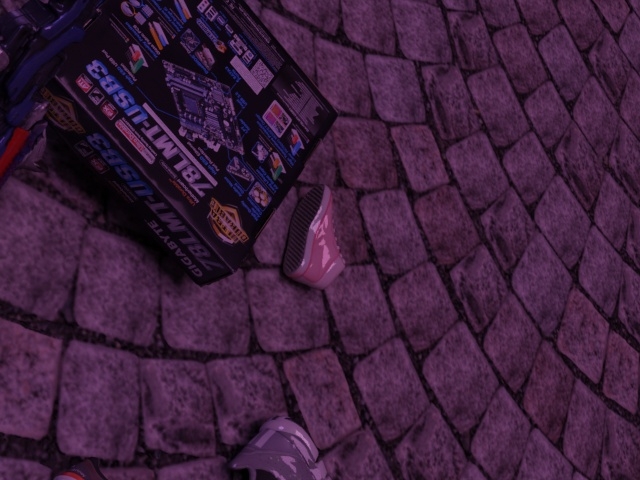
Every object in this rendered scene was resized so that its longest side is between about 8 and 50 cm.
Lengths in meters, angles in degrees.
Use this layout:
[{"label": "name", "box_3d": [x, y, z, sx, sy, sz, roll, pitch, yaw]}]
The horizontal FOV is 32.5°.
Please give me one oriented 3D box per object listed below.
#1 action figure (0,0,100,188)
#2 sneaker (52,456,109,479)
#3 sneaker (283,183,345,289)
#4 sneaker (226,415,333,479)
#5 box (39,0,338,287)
[{"label": "action figure", "box_3d": [-0.343, -0.168, 0.949, 0.178, 0.341, 0.330, 46, 2, 40]}, {"label": "sneaker", "box_3d": [-0.189, 0.274, 1.052, 0.158, 0.061, 0.065, 59, 37, -11]}, {"label": "sneaker", "box_3d": [0.000, 0.000, 1.357, 0.070, 0.051, 0.134, 35, 55, -33]}, {"label": "sneaker", "box_3d": [-0.027, 0.316, 1.189, 0.132, 0.086, 0.228, -35, 90, -41]}, {"label": "box", "box_3d": [-0.142, -0.152, 1.208, 0.295, 0.073, 0.293, 48, 47, -20]}]
